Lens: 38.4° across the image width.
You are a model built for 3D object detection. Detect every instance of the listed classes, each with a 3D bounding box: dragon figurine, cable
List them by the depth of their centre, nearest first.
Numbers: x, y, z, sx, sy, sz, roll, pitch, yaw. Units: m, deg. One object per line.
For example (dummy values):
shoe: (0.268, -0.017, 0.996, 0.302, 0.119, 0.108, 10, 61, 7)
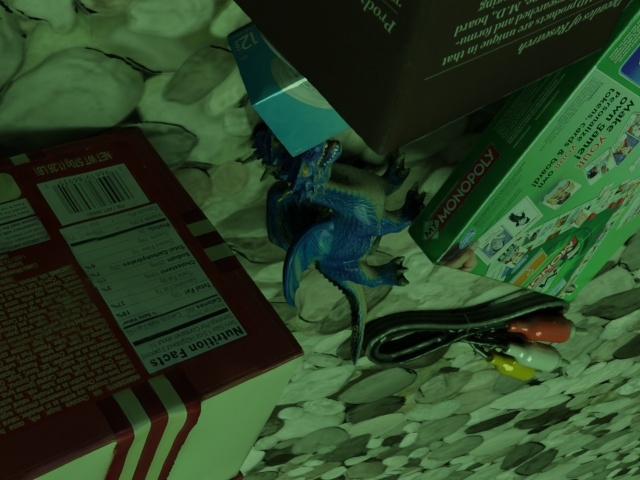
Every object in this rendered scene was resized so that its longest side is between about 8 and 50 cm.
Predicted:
dragon figurine: (0.000, 0.000, 0.776, 0.144, 0.085, 0.289, -7, 142, -18)
cable: (0.192, 0.113, 1.076, 0.287, 0.072, 0.139, 3, 136, -33)

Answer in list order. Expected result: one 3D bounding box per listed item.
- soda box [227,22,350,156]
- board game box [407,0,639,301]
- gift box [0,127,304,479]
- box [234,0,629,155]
soda box: (0.050, -0.142, 0.608, 0.210, 0.067, 0.071, -27, 148, 10)
board game box: (0.238, -0.092, 0.737, 0.214, 0.046, 0.317, 15, 119, -45)
gift box: (-0.192, 0.087, 0.661, 0.255, 0.276, 0.258, -15, 147, -34)
box: (0.057, -0.184, 0.413, 0.167, 0.168, 0.203, -28, 154, -26)
